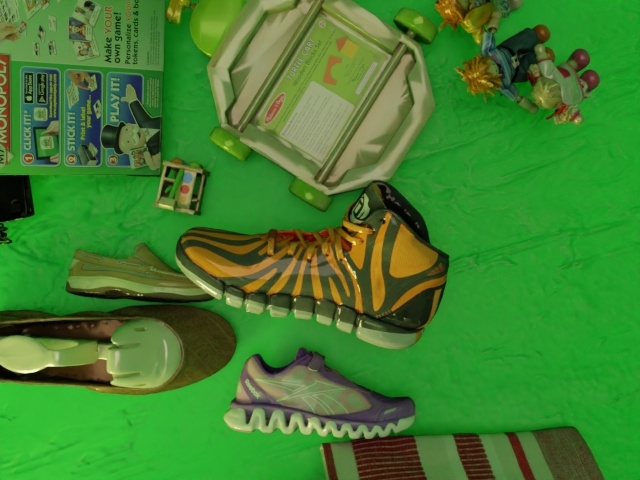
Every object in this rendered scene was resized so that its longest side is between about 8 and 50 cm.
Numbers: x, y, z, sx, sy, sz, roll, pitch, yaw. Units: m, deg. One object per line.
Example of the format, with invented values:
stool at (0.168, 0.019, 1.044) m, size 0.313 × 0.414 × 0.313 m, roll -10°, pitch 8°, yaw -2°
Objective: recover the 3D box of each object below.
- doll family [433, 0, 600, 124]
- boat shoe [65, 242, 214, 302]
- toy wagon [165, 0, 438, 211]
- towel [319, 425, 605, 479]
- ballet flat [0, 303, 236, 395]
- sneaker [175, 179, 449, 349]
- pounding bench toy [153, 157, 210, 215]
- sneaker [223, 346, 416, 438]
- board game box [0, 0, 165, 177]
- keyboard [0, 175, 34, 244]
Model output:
doll family at (0.215, -0.240, 0.954) m, size 0.118 × 0.163 × 0.263 m, roll -23°, pitch 93°, yaw 44°
boat shoe at (-0.224, 0.038, 1.008) m, size 0.189 × 0.068 × 0.072 m, roll 5°, pitch 78°, yaw 1°
toy wagon at (-0.030, -0.213, 1.002) m, size 0.344 × 0.068 × 0.267 m, roll 32°, pitch 90°, yaw 2°
towel at (0.177, 0.297, 0.898) m, size 0.328 × 0.237 × 0.037 m, roll 0°, pitch 119°, yaw -9°
ballet flat at (-0.278, 0.134, 0.977) m, size 0.342 × 0.124 × 0.116 m, roll 3°, pitch 90°, yaw 1°
sneaker at (0.000, 0.000, 0.947) m, size 0.321 × 0.125 × 0.180 m, roll 15°, pitch 118°, yaw -10°
pounding bench toy at (-0.173, -0.069, 0.995) m, size 0.052 × 0.083 × 0.065 m, roll 13°, pitch 91°, yaw 1°
sneaker at (0.001, 0.186, 0.991) m, size 0.236 × 0.095 × 0.105 m, roll 3°, pitch 82°, yaw 2°
board game box at (-0.291, -0.235, 0.942) m, size 0.213 × 0.046 × 0.318 m, roll -1°, pitch 102°, yaw -27°
keyboard at (-0.443, -0.035, 1.021) m, size 0.192 × 0.038 × 0.100 m, roll -9°, pitch 83°, yaw 17°
